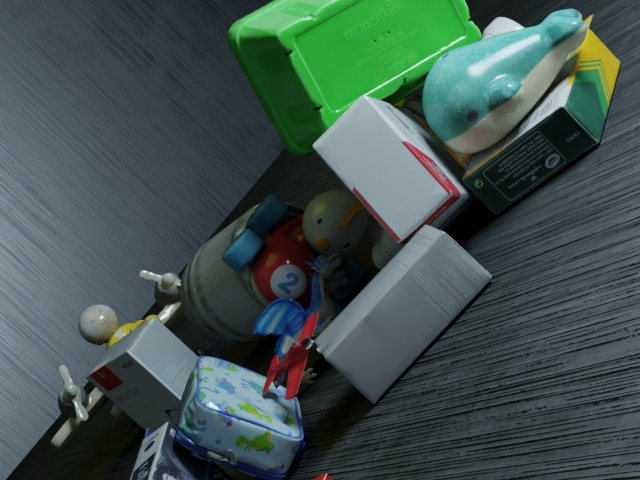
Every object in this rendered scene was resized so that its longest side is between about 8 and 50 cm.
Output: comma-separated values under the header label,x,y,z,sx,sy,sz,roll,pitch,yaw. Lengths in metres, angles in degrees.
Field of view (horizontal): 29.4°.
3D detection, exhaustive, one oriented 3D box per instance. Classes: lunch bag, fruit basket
label,x,y,z,sx,sy,sz,roll,pitch,yaw
lunch bag,-0.112,0.253,1.740,0.219,0.176,0.090,-110,42,-76
fruit basket,0.056,-0.306,2.003,0.392,0.283,0.392,-28,12,6

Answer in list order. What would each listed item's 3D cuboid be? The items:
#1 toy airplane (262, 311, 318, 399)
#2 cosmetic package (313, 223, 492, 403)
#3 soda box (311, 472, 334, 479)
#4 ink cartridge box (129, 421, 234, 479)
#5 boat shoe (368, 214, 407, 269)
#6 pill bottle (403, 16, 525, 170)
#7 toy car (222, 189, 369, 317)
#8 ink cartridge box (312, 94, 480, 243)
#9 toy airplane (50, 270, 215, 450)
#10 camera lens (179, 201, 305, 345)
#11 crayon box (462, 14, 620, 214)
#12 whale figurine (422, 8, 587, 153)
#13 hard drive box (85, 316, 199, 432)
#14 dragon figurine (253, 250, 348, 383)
label,x,y,z,sx,sy,sz,roll,pitch,yaw
toy airplane,-0.042,0.168,1.723,0.151,0.028,0.151,-59,13,22
cosmetic package,0.108,0.097,1.667,0.238,0.107,0.127,-49,10,1
soda box,-0.057,0.357,1.384,0.263,0.083,0.092,-35,16,44
ink cartridge box,-0.179,0.353,1.643,0.065,0.165,0.333,-44,12,10
boat shoe,0.125,-0.040,2.099,0.096,0.098,0.277,-40,13,24
pill bottle,0.266,-0.248,2.146,0.278,0.162,0.162,-48,11,-6
toy car,0.000,0.000,2.054,0.238,0.219,0.210,-43,10,42
ink cartridge box,0.126,-0.105,1.856,0.114,0.197,0.273,-44,-11,15
toy airplane,-0.410,0.242,2.631,0.384,0.272,0.386,-42,12,21
camera lens,-0.118,0.066,2.304,0.274,0.219,0.219,-33,17,49
crayon box,0.347,-0.197,1.874,0.203,0.083,0.323,-38,14,36
whale figurine,0.263,-0.254,1.797,0.272,0.141,0.216,-42,11,20
hard drive box,-0.266,0.261,2.123,0.181,0.232,0.089,-33,16,51
dragon figurine,-0.045,0.149,1.940,0.289,0.085,0.144,-46,38,-2
